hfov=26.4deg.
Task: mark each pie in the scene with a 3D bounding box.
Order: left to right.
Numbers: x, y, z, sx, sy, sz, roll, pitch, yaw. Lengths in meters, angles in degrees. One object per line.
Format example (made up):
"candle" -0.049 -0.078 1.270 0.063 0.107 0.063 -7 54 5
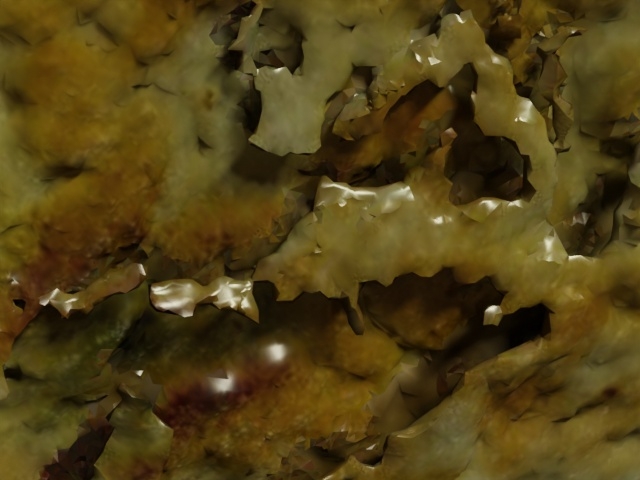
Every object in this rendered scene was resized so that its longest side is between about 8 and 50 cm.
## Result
"pie" 0.000 0.000 0.382 0.339 0.339 0.077 22 21 -22
